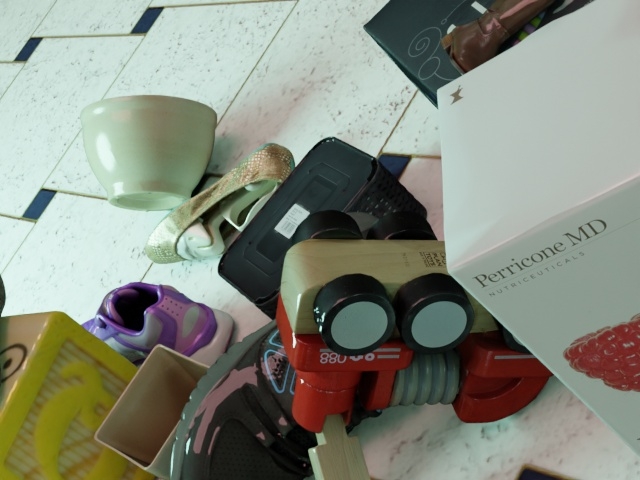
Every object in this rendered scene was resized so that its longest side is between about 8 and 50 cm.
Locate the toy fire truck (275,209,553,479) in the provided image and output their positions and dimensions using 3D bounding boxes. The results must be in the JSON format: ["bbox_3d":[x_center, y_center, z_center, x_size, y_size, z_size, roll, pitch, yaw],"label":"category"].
[{"bbox_3d":[0.073,0.121,1.089,0.158,0.217,0.246,-112,27,-53],"label":"toy fire truck"}]

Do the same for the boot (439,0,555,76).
[{"bbox_3d":[0.159,-0.175,1.135,0.114,0.037,0.106,-35,38,12],"label":"boot"}]

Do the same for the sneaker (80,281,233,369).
[{"bbox_3d":[-0.203,0.090,1.463,0.236,0.104,0.095,-10,50,44],"label":"sneaker"}]

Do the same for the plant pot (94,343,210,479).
[{"bbox_3d":[-0.126,0.177,1.294,0.109,0.096,0.109,16,68,53],"label":"plant pot"}]

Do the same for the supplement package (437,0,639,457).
[{"bbox_3d":[0.229,0.004,0.899,0.177,0.293,0.175,-28,38,28],"label":"supplement package"}]

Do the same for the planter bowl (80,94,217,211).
[{"bbox_3d":[-0.203,-0.096,1.625,0.162,0.162,0.109,-12,73,41],"label":"planter bowl"}]

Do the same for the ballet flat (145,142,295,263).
[{"bbox_3d":[-0.109,-0.026,1.512,0.206,0.073,0.067,-40,48,18],"label":"ballet flat"}]

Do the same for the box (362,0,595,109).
[{"bbox_3d":[0.180,-0.166,1.261,0.165,0.143,0.270,-44,33,5],"label":"box"}]

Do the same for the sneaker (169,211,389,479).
[{"bbox_3d":[-0.007,0.125,1.192,0.140,0.125,0.341,16,71,48],"label":"sneaker"}]

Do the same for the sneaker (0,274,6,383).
[{"bbox_3d":[-0.372,0.092,1.321,0.118,0.083,0.222,-36,36,17],"label":"sneaker"}]

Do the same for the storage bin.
[{"bbox_3d":[0.000,0.000,1.347,0.180,0.084,0.122,-50,34,-5],"label":"storage bin"}]

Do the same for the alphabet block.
[{"bbox_3d":[-0.291,0.198,1.371,0.197,0.193,0.192,-6,53,45],"label":"alphabet block"}]
